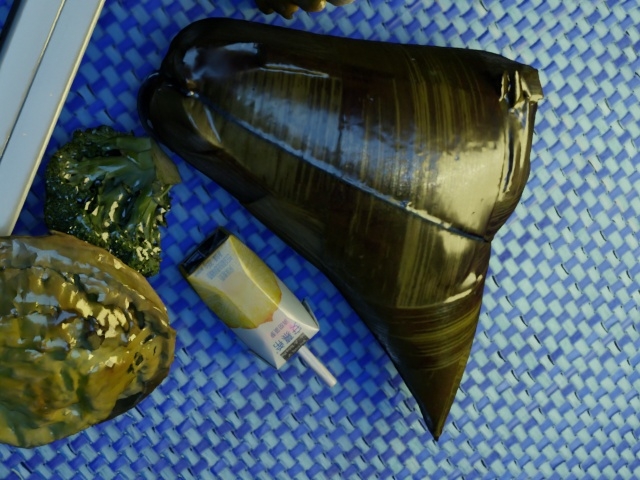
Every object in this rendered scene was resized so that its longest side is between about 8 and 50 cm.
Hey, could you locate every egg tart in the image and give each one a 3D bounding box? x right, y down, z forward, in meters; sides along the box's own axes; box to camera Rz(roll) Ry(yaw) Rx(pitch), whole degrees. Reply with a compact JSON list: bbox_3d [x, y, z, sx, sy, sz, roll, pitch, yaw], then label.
[{"bbox_3d":[-0.274,0.119,1.135,0.291,0.107,0.290,-6,133,-7],"label":"egg tart"}]

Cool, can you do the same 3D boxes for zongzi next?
[{"bbox_3d":[0.000,0.000,1.230,0.404,0.208,0.432,6,105,-16],"label":"zongzi"}]

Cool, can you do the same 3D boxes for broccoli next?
[{"bbox_3d":[-0.205,-0.043,1.178,0.138,0.162,0.146,-31,136,20],"label":"broccoli"}]

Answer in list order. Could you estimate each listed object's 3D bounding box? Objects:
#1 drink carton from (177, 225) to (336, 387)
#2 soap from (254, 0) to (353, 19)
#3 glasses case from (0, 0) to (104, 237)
[{"bbox_3d":[-0.058,0.078,1.274,0.084,0.074,0.200,-44,109,-7],"label":"drink carton"},{"bbox_3d":[-0.099,-0.359,1.083,0.335,0.293,0.156,39,82,-18],"label":"soap"},{"bbox_3d":[-0.280,-0.151,1.137,0.070,0.131,0.312,22,91,-20],"label":"glasses case"}]
